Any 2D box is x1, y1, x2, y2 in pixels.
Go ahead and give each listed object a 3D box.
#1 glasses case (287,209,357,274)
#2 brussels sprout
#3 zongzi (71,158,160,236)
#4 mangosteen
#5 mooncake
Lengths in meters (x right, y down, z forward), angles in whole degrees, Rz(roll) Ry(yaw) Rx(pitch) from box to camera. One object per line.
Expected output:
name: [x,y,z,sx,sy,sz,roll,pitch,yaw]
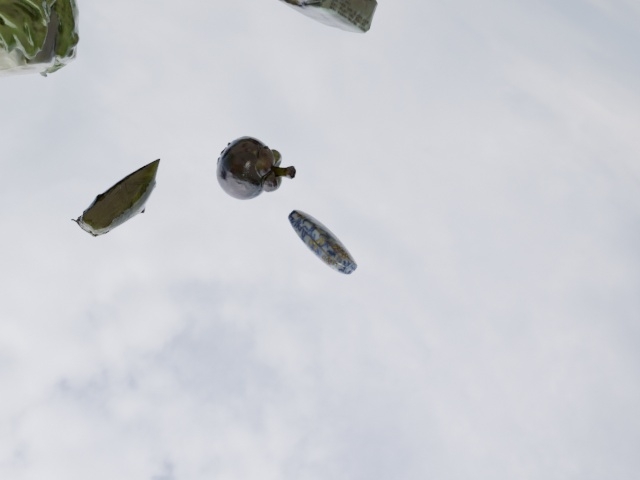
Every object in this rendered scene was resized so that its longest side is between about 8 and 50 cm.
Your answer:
glasses case: [0.000,0.000,1.545,0.087,0.065,0.248,22,-162,-42]
brussels sprout: [-0.860,-0.646,1.770,0.342,0.425,0.361,-12,-80,-2]
zongzi: [-0.495,-0.104,1.587,0.094,0.204,0.205,49,-137,-2]
mangosteen: [-0.177,-0.177,1.649,0.184,0.172,0.172,27,-138,-22]
mooncake: [0.018,-0.725,1.915,0.254,0.136,0.250,10,-162,-47]
